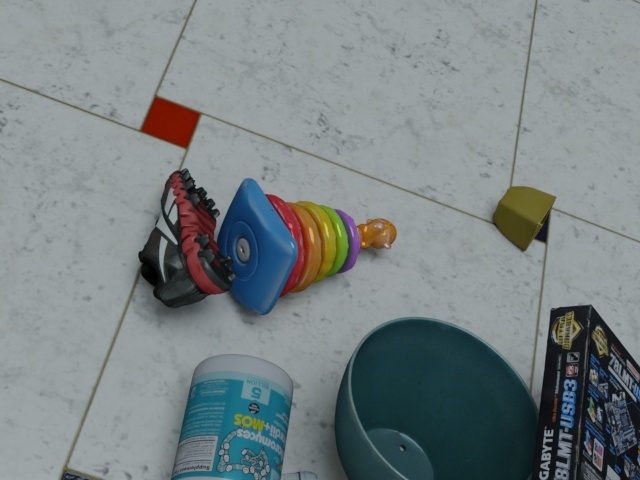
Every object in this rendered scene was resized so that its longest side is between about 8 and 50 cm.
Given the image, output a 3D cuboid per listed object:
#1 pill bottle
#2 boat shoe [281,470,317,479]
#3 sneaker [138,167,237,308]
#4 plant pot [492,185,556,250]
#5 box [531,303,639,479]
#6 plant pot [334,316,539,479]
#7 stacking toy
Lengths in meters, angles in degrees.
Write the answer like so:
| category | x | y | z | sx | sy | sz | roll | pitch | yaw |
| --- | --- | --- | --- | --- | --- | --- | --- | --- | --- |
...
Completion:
| category | x | y | z | sx | sy | sz | roll | pitch | yaw |
| --- | --- | --- | --- | --- | --- | --- | --- | --- | --- |
| pill bottle | -0.123 | 0.298 | 1.356 | 0.146 | 0.146 | 0.264 | 15 | 57 | -11 |
| boat shoe | -0.040 | 0.424 | 1.362 | 0.076 | 0.083 | 0.226 | 2 | 48 | -6 |
| sneaker | -0.218 | -0.002 | 1.524 | 0.097 | 0.135 | 0.276 | 48 | 15 | -41 |
| plant pot | 0.357 | -0.049 | 1.783 | 0.083 | 0.081 | 0.081 | 31 | 54 | 13 |
| box | 0.402 | 0.288 | 1.442 | 0.295 | 0.073 | 0.293 | 44 | 48 | -42 |
| plant pot | 0.138 | 0.282 | 1.418 | 0.290 | 0.195 | 0.290 | 14 | 46 | -15 |
| stacking toy | 0.000 | 0.000 | 1.595 | 0.302 | 0.165 | 0.175 | -7 | 49 | -37 |
